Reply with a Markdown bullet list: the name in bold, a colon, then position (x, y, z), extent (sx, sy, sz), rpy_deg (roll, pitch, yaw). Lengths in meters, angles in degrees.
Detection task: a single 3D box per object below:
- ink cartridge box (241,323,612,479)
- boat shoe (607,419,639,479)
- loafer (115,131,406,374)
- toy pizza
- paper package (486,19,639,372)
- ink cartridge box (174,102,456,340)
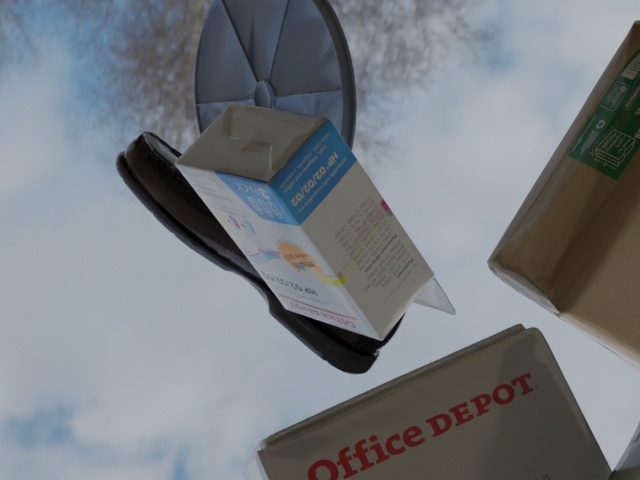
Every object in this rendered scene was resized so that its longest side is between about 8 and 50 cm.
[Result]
- **ink cartridge box**: position (0.135, 0.305, 1.264), extent (0.279, 0.160, 0.385), rpy_deg (-22, -100, -15)
- **boat shoe**: position (0.293, 0.190, 1.214), extent (0.070, 0.078, 0.219), rpy_deg (39, -137, 4)
- **loafer**: position (-0.047, -0.009, 1.307), extent (0.302, 0.095, 0.109), rpy_deg (41, -162, 9)
- **toy pizza**: position (-0.030, -0.108, 1.095), extent (0.032, 0.201, 0.201), rpy_deg (-9, -124, -37)
- **paper package**: position (0.388, -0.018, 1.567), extent (0.309, 0.325, 0.168), rpy_deg (32, -177, -34)
- **ink cartridge box**: position (0.000, 0.000, 0.939), extent (0.104, 0.181, 0.061), rpy_deg (15, -121, 50)
